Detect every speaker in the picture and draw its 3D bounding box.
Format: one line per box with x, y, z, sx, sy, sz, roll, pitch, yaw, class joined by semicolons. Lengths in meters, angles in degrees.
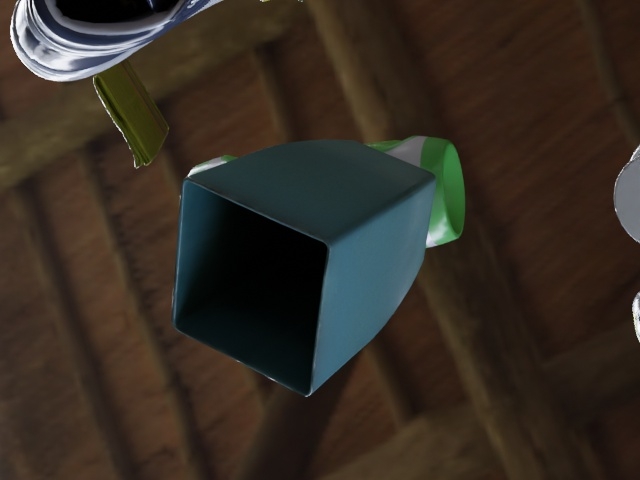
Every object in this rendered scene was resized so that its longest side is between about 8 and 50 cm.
0.004;-0.044;1.828;0.131;0.297;0.131;-5;90;-73;speaker

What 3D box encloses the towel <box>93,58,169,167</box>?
-0.196;-0.136;1.688;0.102;0.021;0.237;58;5;-11;towel

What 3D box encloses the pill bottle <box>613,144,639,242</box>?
0.376;-0.066;1.636;0.119;0.208;0.119;12;-67;30;pill bottle

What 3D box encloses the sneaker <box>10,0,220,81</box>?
-0.075;-0.206;1.068;0.099;0.282;0.153;53;-11;-4;sneaker

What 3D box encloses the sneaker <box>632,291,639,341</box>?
0.318;0.128;1.348;0.091;0.240;0.126;-11;-122;25;sneaker

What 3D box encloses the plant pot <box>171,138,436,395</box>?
0.000;0.000;1.568;0.165;0.234;0.165;24;-55;27;plant pot
